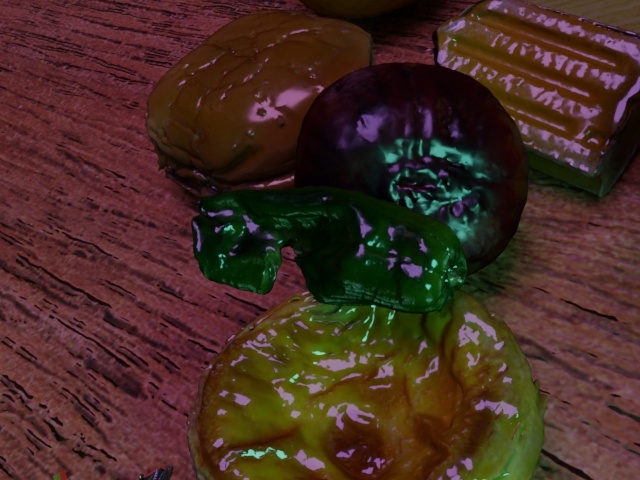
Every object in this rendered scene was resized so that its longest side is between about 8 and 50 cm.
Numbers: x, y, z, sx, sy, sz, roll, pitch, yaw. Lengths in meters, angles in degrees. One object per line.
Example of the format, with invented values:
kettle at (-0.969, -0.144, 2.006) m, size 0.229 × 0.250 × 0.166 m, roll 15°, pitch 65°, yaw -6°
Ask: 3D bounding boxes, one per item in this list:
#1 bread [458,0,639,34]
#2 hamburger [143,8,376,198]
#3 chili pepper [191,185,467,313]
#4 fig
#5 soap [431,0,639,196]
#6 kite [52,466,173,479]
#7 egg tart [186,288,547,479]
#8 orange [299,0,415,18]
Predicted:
bread at (0.297, -0.263, 1.005) m, size 0.301 × 0.045 × 0.301 m, roll -12°, pitch 42°, yaw 11°
hamburger at (-0.066, -0.166, 0.984) m, size 0.319 × 0.158 × 0.318 m, roll -15°, pitch 42°, yaw 14°
chili pepper at (0.000, 0.001, 0.662) m, size 0.253 × 0.083 × 0.099 m, roll 7°, pitch 74°, yaw 28°
fig at (0.081, -0.072, 0.784) m, size 0.224 × 0.224 × 0.263 m, roll -21°, pitch 43°, yaw 2°
soap at (0.232, -0.172, 0.863) m, size 0.257 × 0.080 × 0.160 m, roll 31°, pitch 86°, yaw 35°
kite at (-0.239, 0.283, 0.702) m, size 0.241 × 0.014 × 0.183 m, roll -26°, pitch 41°, yaw -1°
egg tart at (0.034, 0.153, 0.642) m, size 0.295 × 0.116 × 0.294 m, roll -11°, pitch 42°, yaw 10°
orange at (0.058, -0.479, 1.148) m, size 0.312 × 0.312 × 0.312 m, roll -13°, pitch 43°, yaw 12°
